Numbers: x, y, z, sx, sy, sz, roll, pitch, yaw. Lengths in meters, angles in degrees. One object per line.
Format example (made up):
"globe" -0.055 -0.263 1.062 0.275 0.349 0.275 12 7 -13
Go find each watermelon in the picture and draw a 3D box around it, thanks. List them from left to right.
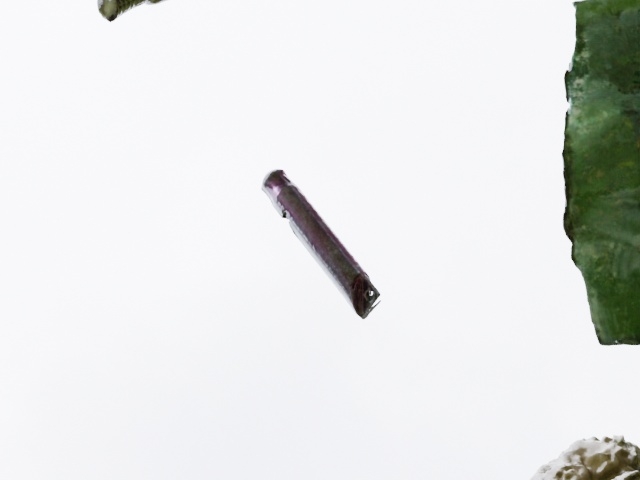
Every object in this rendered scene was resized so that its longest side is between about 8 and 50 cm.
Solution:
"watermelon" 0.310 -0.061 0.992 0.302 0.151 0.264 -2 -90 -56

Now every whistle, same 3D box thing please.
"whistle" 0.000 0.000 1.263 0.033 0.176 0.033 -31 -23 -15

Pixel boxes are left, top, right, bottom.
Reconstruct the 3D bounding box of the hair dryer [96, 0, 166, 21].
"hair dryer" 0.005 -0.186 0.738 0.218 0.225 0.088 -7 -62 15

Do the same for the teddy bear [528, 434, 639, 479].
"teddy bear" 0.250 0.314 1.167 0.156 0.256 0.267 33 -94 -48
